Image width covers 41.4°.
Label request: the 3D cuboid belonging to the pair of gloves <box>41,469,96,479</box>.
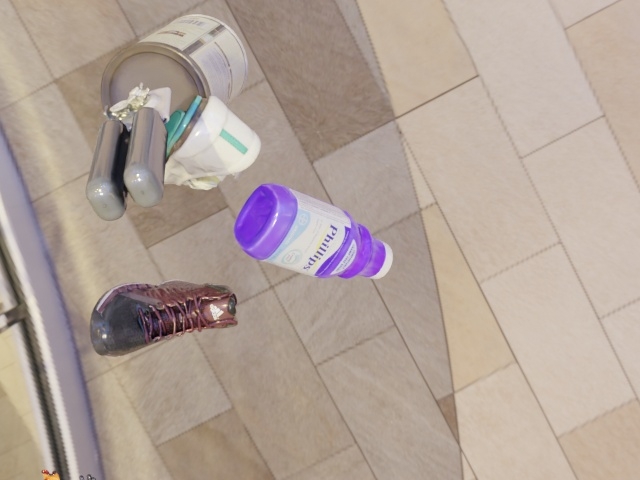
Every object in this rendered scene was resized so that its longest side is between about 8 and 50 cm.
[{"bbox_3d":[-0.317,0.322,1.084,0.083,0.010,0.074,5,130,2],"label":"pair of gloves"}]

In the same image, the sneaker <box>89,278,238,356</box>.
[{"bbox_3d":[-0.223,0.110,1.333,0.162,0.281,0.106,-2,99,23],"label":"sneaker"}]

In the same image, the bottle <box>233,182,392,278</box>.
[{"bbox_3d":[0.000,0.000,1.340,0.283,0.092,0.118,20,110,-42],"label":"bottle"}]

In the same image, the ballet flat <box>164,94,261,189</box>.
[{"bbox_3d":[-0.185,-0.133,1.309,0.139,0.400,0.139,0,91,-19],"label":"ballet flat"}]

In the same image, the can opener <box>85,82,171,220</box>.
[{"bbox_3d":[-0.186,-0.093,0.880,0.074,0.280,0.093,-21,116,3],"label":"can opener"}]

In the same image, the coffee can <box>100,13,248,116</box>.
[{"bbox_3d":[-0.267,-0.304,1.609,0.201,0.275,0.202,4,115,9],"label":"coffee can"}]
